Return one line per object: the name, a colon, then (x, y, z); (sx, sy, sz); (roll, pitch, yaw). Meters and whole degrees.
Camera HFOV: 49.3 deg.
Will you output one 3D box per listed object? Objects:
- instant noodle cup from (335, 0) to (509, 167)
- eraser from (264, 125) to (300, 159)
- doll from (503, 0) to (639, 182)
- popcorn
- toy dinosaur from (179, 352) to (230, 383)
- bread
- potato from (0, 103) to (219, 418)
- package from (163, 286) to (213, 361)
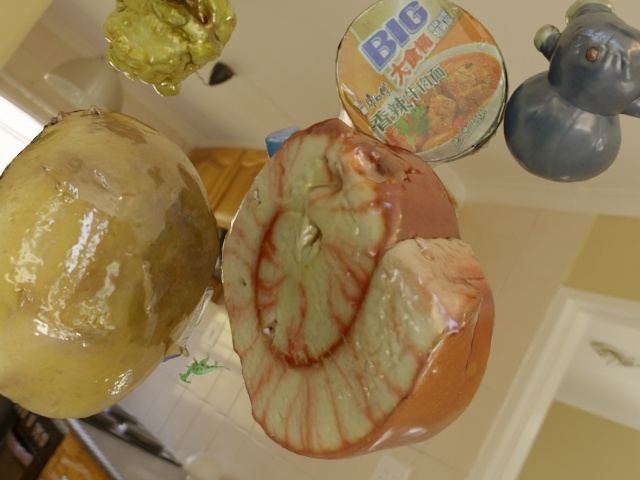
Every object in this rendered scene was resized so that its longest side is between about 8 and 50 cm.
instant noodle cup: (0.153, -0.245, 1.216); (0.296, 0.296, 0.214); (30, -11, -1)
eraser: (0.000, 0.000, 0.940); (0.144, 0.042, 0.312); (-80, 151, -77)
doll: (0.384, -0.205, 1.027); (0.228, 0.154, 0.259); (40, -43, 20)
popcorn: (-0.284, -0.406, 1.328); (0.235, 0.250, 0.241); (34, 4, 21)
toy dinosaur: (-0.198, 0.219, 1.169); (0.083, 0.062, 0.021); (16, -42, 40)
bread: (0.016, 0.053, 0.703); (0.114, 0.295, 0.328); (6, 47, -39)
potato: (-0.171, 0.015, 0.633); (0.115, 0.299, 0.239); (-3, -37, 30)
package: (-0.294, 0.180, 1.465); (0.027, 0.173, 0.171); (29, 8, 12)
